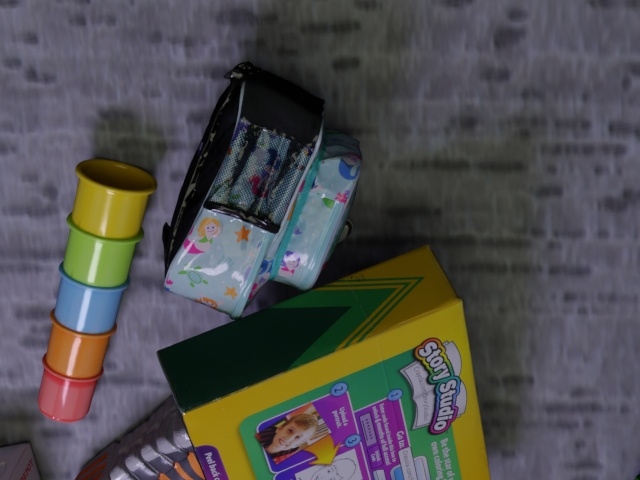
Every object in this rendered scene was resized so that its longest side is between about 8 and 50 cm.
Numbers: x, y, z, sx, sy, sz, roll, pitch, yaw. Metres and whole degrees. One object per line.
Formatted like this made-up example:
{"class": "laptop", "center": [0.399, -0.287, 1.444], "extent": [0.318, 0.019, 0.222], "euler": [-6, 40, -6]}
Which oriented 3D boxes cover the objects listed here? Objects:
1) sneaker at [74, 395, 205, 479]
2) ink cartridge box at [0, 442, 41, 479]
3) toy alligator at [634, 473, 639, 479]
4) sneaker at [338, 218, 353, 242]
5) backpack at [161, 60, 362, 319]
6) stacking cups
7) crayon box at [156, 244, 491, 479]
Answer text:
{"class": "sneaker", "center": [-0.141, 0.285, 1.680], "extent": [0.321, 0.124, 0.180], "euler": [-35, 109, 23]}
{"class": "ink cartridge box", "center": [-0.385, 0.372, 1.688], "extent": [0.086, 0.148, 0.203], "euler": [-11, 108, 7]}
{"class": "toy alligator", "center": [0.410, 0.299, 1.700], "extent": [0.051, 0.056, 0.189], "euler": [24, 114, 36]}
{"class": "sneaker", "center": [0.000, 0.000, 1.608], "extent": [0.083, 0.037, 0.032], "euler": [-23, 106, 7]}
{"class": "backpack", "center": [-0.068, -0.040, 1.495], "extent": [0.191, 0.225, 0.253], "euler": [28, 101, -6]}
{"class": "stacking cups", "center": [-0.275, 0.066, 1.606], "extent": [0.096, 0.096, 0.316], "euler": [16, 109, -5]}
{"class": "crayon box", "center": [0.019, 0.213, 1.541], "extent": [0.313, 0.106, 0.363], "euler": [-22, 134, -9]}
